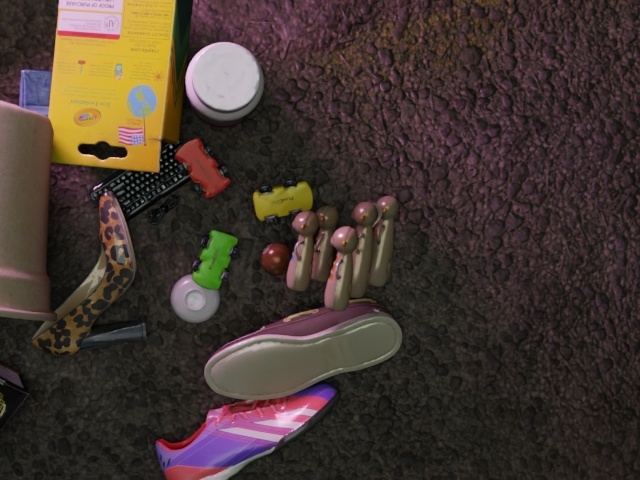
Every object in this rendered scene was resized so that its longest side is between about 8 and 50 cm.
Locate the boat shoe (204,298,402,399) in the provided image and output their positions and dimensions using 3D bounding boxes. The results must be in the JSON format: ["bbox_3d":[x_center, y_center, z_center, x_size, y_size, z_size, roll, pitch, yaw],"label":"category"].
[{"bbox_3d":[-0.032,0.173,1.779,0.325,0.096,0.116,-16,114,-3],"label":"boat shoe"}]

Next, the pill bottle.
[{"bbox_3d":[-0.150,-0.243,1.689,0.121,0.221,0.121,0,91,-7],"label":"pill bottle"}]

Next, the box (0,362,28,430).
[{"bbox_3d":[-0.658,0.293,1.680,0.257,0.079,0.322,37,90,-36],"label":"box"}]

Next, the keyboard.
[{"bbox_3d":[-0.281,-0.086,1.785,0.180,0.023,0.108,-34,95,-2],"label":"keyboard"}]

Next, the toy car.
[{"bbox_3d":[-0.155,-0.031,1.777,0.239,0.053,0.224,21,95,-13],"label":"toy car"}]

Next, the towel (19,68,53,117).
[{"bbox_3d":[-0.457,-0.219,1.761,0.067,0.029,0.119,4,91,-6],"label":"towel"}]

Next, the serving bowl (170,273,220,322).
[{"bbox_3d":[-0.208,0.097,1.795,0.083,0.027,0.083,0,93,-4],"label":"serving bowl"}]

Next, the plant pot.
[{"bbox_3d":[-0.538,-0.055,1.623,0.334,0.334,0.305,10,86,-5],"label":"plant pot"}]

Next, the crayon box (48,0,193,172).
[{"bbox_3d":[-0.320,-0.271,1.719,0.202,0.081,0.318,7,91,13],"label":"crayon box"}]

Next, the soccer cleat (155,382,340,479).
[{"bbox_3d":[-0.118,0.306,1.775,0.318,0.108,0.116,-31,90,-1],"label":"soccer cleat"}]

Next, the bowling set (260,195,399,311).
[{"bbox_3d":[0.000,0.000,1.715,0.200,0.287,0.154,12,101,14],"label":"bowling set"}]

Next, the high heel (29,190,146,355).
[{"bbox_3d":[-0.389,0.058,1.736,0.186,0.093,0.261,-9,105,-11],"label":"high heel"}]
